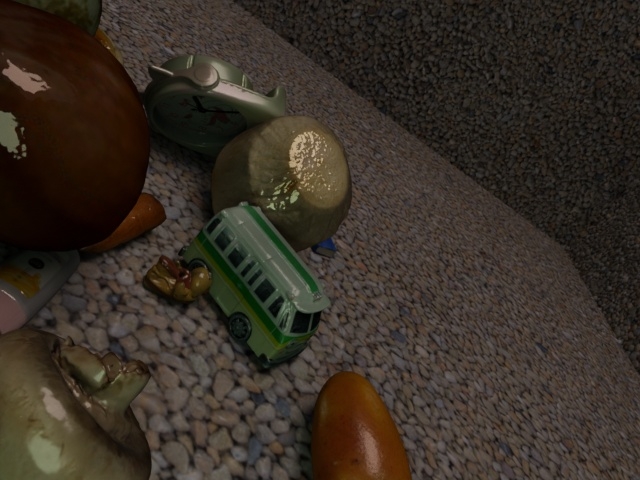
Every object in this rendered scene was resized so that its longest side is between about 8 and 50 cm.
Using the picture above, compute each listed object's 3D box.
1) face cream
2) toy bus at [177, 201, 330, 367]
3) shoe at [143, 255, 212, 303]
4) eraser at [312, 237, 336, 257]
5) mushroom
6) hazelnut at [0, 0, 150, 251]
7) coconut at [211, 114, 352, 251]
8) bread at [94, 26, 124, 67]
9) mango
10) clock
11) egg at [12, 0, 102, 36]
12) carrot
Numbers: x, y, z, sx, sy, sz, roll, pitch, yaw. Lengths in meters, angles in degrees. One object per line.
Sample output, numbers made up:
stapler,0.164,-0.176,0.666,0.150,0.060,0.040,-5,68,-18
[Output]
face cream,-0.408,0.060,0.816,0.084,0.057,0.198,35,26,-9
toy bus,-0.110,0.072,1.079,0.276,0.164,0.134,48,28,17
shoe,-0.240,0.069,1.017,0.109,0.069,0.072,29,28,-11
eraser,0.000,0.000,1.499,0.063,0.027,0.084,20,33,-39
mushroom,-0.265,0.186,0.640,0.226,0.178,0.226,43,-19,19
hazelnut,-0.414,-0.159,0.816,0.366,0.366,0.366,32,27,-18
coconut,-0.091,-0.114,1.288,0.329,0.329,0.329,32,27,-18
bread,-0.550,-0.382,1.208,0.305,0.159,0.305,28,32,-19
mango,0.059,0.316,0.955,0.187,0.138,0.257,32,30,-45
clock,-0.261,-0.310,1.356,0.324,0.265,0.108,19,64,-36
egg,-0.489,-0.411,0.970,0.238,0.238,0.289,6,35,-50
carrot,-0.344,-0.021,1.024,0.072,0.072,0.205,40,28,-2
